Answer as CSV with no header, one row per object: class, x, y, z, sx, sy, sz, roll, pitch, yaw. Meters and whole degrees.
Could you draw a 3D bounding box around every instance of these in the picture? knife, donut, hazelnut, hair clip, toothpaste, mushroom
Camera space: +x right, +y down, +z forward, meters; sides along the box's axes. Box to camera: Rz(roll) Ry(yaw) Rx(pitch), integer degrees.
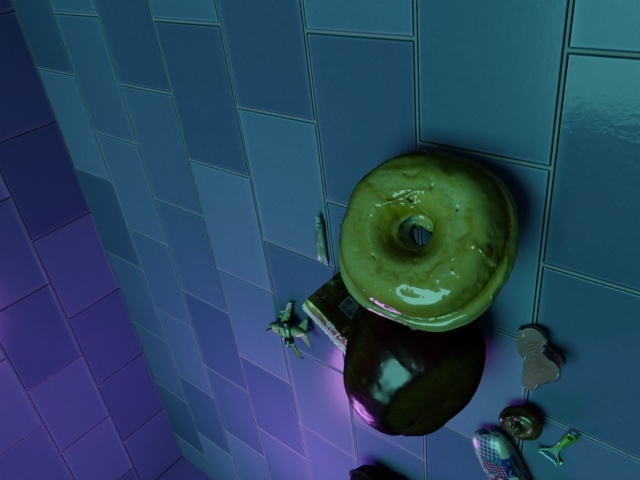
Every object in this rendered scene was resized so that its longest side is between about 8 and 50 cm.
knife,0.665,0.571,1.591,0.078,0.022,0.166,31,139,16
donut,0.238,-0.003,1.335,0.448,0.198,0.449,-8,74,30
hazelnut,0.256,0.317,1.560,0.402,0.402,0.430,27,128,30
hair clip,0.543,0.292,1.440,0.138,0.102,0.123,54,139,1
toothpaste,0.000,0.000,1.839,0.048,0.029,0.197,24,136,33
mushroom,0.563,0.511,1.605,0.109,0.085,0.126,33,152,-35

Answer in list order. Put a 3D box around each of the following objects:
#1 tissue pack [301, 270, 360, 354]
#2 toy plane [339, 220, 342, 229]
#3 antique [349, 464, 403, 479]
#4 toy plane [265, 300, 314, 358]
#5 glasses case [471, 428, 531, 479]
tissue pack,0.074,0.234,1.814,0.226,0.183,0.092,45,141,9
toy plane,0.113,0.011,1.699,0.162,0.065,0.171,-22,100,52
antique,0.234,1.030,2.266,0.322,0.185,0.255,28,137,34
toy plane,-0.124,0.340,2.184,0.244,0.092,0.229,0,102,43
glasses case,0.571,0.718,1.759,0.125,0.076,0.328,-14,109,48
